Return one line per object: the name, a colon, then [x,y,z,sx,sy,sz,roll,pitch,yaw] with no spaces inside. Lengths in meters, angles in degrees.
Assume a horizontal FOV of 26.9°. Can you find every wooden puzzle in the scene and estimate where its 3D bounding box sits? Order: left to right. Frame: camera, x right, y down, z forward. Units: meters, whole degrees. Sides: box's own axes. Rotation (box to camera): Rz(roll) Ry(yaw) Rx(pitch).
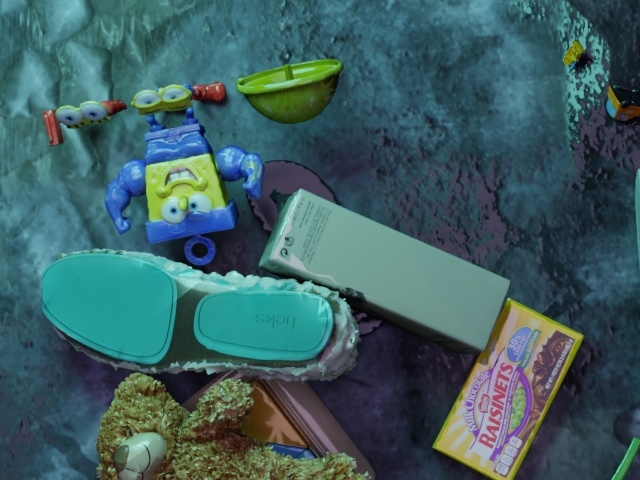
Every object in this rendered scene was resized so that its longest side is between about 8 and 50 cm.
wooden puzzle: [-0.088,0.273,1.614,0.238,0.044,0.221,-38,81,-2]

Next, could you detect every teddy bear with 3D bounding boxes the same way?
teddy bear: [-0.106,0.278,1.517,0.338,0.113,0.245,35,126,0]

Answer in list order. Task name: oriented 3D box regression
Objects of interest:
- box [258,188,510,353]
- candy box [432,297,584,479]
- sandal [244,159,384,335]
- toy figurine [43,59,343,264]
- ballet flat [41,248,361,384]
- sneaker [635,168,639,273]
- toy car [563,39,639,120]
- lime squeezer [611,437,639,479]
box: [0.073,0.040,1.573,0.275,0.113,0.094,24,81,-6]
candy box: [0.226,0.183,1.616,0.105,0.027,0.206,26,84,10]
sandal: [0.001,0.000,1.642,0.097,0.054,0.254,-37,81,-2]
toy figurine: [-0.133,-0.084,1.619,0.362,0.191,0.217,-10,96,3]
ballet flat: [-0.138,0.104,1.586,0.408,0.147,0.147,10,82,23]
sneaker: [0.465,0.055,1.580,0.169,0.108,0.293,-2,80,6]
toy car: [0.355,-0.194,1.668,0.122,0.060,0.040,55,133,25]
lime squeezer: [0.264,0.349,1.586,0.310,0.059,0.110,-26,51,1]
